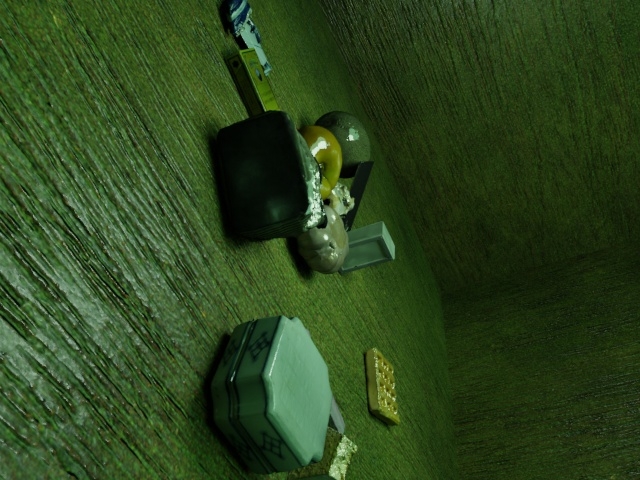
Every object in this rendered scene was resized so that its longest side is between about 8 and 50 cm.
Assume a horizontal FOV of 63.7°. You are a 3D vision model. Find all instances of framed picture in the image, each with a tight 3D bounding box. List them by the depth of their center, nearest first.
[{"bbox_3d":[0.139,-0.169,2.101,0.324,0.013,0.244,-71,166,14],"label":"framed picture"}]

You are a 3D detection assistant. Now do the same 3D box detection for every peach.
[{"bbox_3d":[-0.033,-0.232,1.626,0.251,0.153,0.251,-31,134,-37],"label":"peach"}]

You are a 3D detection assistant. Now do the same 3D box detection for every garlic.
[{"bbox_3d":[0.002,0.001,1.681,0.228,0.152,0.228,36,49,-57],"label":"garlic"}]

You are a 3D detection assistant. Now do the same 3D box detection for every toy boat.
[{"bbox_3d":[-0.240,-0.709,1.756,0.291,0.070,0.210,45,38,-59],"label":"toy boat"}]

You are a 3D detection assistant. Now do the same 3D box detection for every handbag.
[{"bbox_3d":[-0.119,-0.154,1.386,0.240,0.247,0.341,46,29,-73],"label":"handbag"}]

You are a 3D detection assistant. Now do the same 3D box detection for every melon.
[{"bbox_3d":[0.084,-0.384,2.098,0.302,0.237,0.238,53,27,-54],"label":"melon"}]

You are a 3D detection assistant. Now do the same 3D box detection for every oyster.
[{"bbox_3d":[-0.011,-0.144,1.834,0.354,0.107,0.201,15,58,-40],"label":"oyster"}]

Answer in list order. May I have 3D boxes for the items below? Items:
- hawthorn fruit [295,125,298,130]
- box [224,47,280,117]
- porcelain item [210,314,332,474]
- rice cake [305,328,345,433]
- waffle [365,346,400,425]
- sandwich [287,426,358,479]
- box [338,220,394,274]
[{"bbox_3d":[-0.127,-0.340,1.663,0.128,0.127,0.128,53,28,-44],"label":"hawthorn fruit"},{"bbox_3d":[-0.213,-0.495,1.649,0.220,0.064,0.141,65,22,-16],"label":"box"},{"bbox_3d":[-0.101,0.330,1.124,0.282,0.157,0.286,-74,143,-54],"label":"porcelain item"},{"bbox_3d":[-0.009,0.410,1.457,0.365,0.056,0.072,69,22,-9],"label":"rice cake"},{"bbox_3d":[0.236,0.566,1.986,0.221,0.055,0.248,50,30,-47],"label":"waffle"},{"bbox_3d":[0.012,0.508,1.273,0.058,0.162,0.193,59,23,-27],"label":"sandwich"},{"bbox_3d":[0.154,0.030,1.953,0.130,0.224,0.086,61,24,-30],"label":"box"}]
